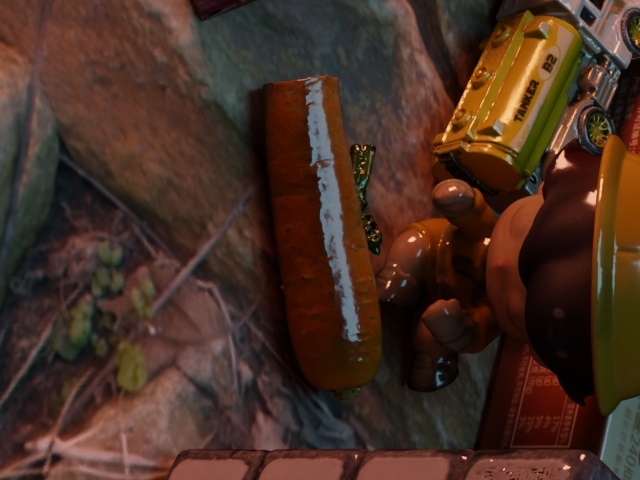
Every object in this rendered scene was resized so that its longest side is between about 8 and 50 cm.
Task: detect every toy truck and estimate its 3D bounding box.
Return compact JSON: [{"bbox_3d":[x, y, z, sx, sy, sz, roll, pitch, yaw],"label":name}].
[{"bbox_3d":[0.172,-0.121,1.451,0.114,0.098,0.227,43,57,-27],"label":"toy truck"}]

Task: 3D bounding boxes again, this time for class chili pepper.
[{"bbox_3d":[0.030,-0.029,1.346,0.027,0.022,0.083,3,79,-45],"label":"chili pepper"}]

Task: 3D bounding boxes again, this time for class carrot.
[{"bbox_3d":[0.000,0.000,1.281,0.067,0.067,0.225,-8,88,-46],"label":"carrot"}]

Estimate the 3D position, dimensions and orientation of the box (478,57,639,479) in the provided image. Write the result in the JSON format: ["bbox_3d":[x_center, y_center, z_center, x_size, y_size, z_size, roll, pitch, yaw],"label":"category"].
[{"bbox_3d":[0.311,0.097,1.549,0.344,0.122,0.385,35,61,-38],"label":"box"}]

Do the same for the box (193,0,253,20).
[{"bbox_3d":[-0.009,-0.204,1.307,0.207,0.050,0.041,-29,103,-44],"label":"box"}]

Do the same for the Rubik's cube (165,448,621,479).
[{"bbox_3d":[0.063,0.344,1.102,0.344,0.343,0.337,44,56,-32],"label":"Rubik's cube"}]

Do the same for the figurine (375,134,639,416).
[{"bbox_3d":[0.166,0.023,1.312,0.167,0.257,0.192,-16,103,-44],"label":"figurine"}]
